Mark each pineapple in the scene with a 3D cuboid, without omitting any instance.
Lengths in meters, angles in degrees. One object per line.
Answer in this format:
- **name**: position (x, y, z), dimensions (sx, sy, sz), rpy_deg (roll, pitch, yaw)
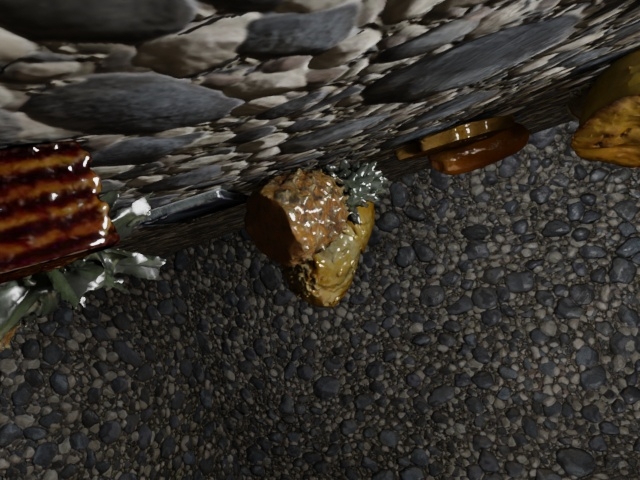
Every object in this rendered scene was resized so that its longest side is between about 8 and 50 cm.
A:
- **pineapple**: position (-0.349, 0.055, 0.518), dimensions (0.365, 0.165, 0.165), rpy_deg (-26, -179, 12)
- **pineapple**: position (0.012, -0.072, 0.810), dimensions (0.279, 0.157, 0.158), rpy_deg (-32, -170, -35)

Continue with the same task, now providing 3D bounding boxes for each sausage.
- **sausage**: position (0.354, -0.207, 1.050), dimensions (0.238, 0.098, 0.098), rpy_deg (-18, -177, -12)

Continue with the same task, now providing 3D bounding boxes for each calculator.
- **calculator**: position (-0.217, -0.054, 0.831), dimensions (0.161, 0.021, 0.261), rpy_deg (-18, -177, 2)

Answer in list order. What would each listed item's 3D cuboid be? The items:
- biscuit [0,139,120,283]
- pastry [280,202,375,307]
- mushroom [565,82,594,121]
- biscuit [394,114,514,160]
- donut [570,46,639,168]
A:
- **biscuit**: position (-0.302, 0.026, 0.221), dimensions (0.388, 0.073, 0.107), rpy_deg (-18, -176, -34)
- **pastry**: position (0.000, 0.000, 1.106), dimensions (0.162, 0.310, 0.255), rpy_deg (18, -174, -25)
- **mushroom**: position (0.519, -0.253, 0.784), dimensions (0.092, 0.081, 0.223), rpy_deg (-65, -164, -16)
- **biscuit**: position (0.247, -0.197, 0.904), dimensions (0.215, 0.034, 0.182), rpy_deg (-15, -178, -1)
- **donut**: position (0.510, -0.180, 0.654), dimensions (0.278, 0.108, 0.277), rpy_deg (13, 167, 3)
